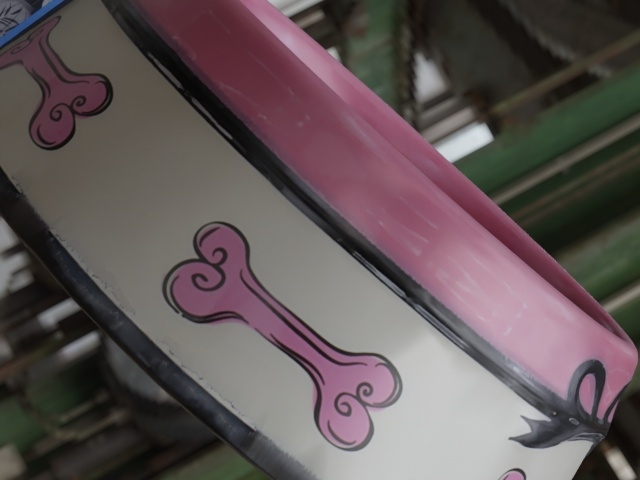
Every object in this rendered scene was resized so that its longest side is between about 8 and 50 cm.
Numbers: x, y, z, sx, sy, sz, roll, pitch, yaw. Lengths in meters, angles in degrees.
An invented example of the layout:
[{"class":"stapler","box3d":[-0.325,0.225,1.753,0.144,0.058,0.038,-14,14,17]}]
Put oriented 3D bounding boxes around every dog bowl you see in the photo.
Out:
[{"class":"dog bowl","box3d":[0.000,0.000,1.022,0.408,0.150,0.408,41,7,-7]}]

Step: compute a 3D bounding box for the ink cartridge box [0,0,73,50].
[{"class":"ink cartridge box","box3d":[-0.137,-0.207,1.238,0.165,0.333,0.065,47,11,-51]}]
